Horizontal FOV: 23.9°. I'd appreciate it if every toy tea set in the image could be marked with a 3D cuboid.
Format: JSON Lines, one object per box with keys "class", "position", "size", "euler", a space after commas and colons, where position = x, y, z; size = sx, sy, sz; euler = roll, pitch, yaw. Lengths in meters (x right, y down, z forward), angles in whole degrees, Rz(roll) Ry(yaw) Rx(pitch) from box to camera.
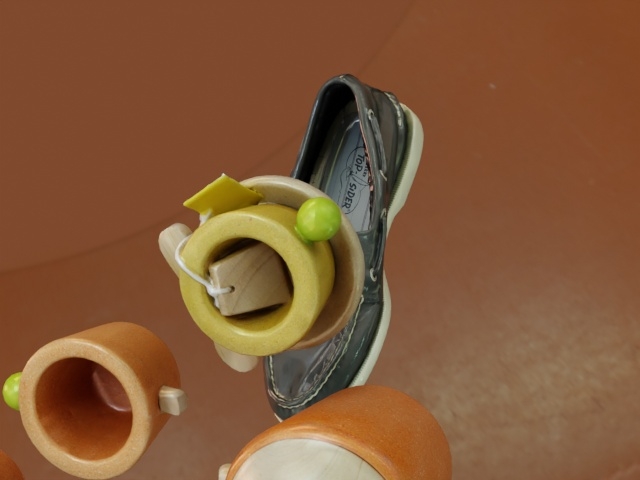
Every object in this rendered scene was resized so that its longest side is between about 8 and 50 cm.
{"class": "toy tea set", "position": [-0.091, 0.126, 0.718], "size": [0.336, 0.124, 0.200], "euler": [-36, 90, 27]}

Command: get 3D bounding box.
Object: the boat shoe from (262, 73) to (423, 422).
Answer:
{"class": "boat shoe", "position": [0.004, 0.000, 1.363], "size": [0.113, 0.127, 0.340], "euler": [43, 60, -46]}
